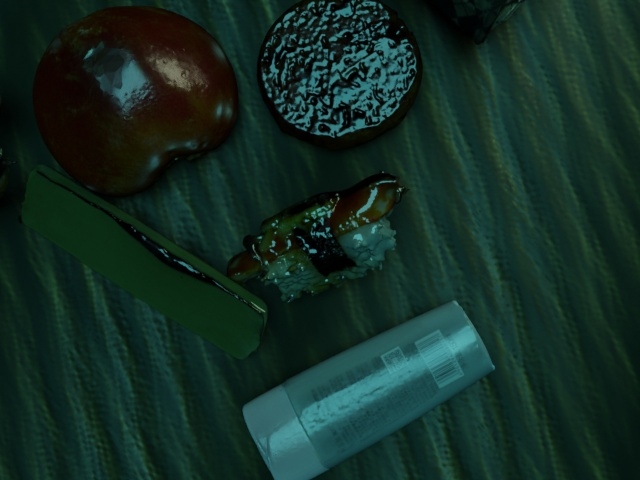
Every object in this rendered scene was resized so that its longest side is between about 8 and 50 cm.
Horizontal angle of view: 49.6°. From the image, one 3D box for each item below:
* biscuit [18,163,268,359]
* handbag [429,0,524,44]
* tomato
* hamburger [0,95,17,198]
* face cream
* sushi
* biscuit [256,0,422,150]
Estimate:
[{"bbox_3d":[-0.199,0.024,0.786,0.323,0.038,0.099,31,128,4],"label":"biscuit"},{"bbox_3d":[0.139,-0.467,0.760,0.317,0.180,0.416,-43,84,-13],"label":"handbag"},{"bbox_3d":[-0.218,-0.167,0.766,0.233,0.139,0.200,-35,79,1],"label":"tomato"},{"bbox_3d":[-0.495,-0.102,0.762,0.288,0.192,0.167,-8,92,-23],"label":"hamburger"},{"bbox_3d":[0.051,0.166,0.762,0.269,0.073,0.107,-29,80,1],"label":"face cream"},{"bbox_3d":[0.002,0.004,0.766,0.226,0.097,0.103,-22,80,16],"label":"sushi"},{"bbox_3d":[0.021,-0.196,0.803,0.192,0.049,0.192,-1,86,9],"label":"biscuit"}]
